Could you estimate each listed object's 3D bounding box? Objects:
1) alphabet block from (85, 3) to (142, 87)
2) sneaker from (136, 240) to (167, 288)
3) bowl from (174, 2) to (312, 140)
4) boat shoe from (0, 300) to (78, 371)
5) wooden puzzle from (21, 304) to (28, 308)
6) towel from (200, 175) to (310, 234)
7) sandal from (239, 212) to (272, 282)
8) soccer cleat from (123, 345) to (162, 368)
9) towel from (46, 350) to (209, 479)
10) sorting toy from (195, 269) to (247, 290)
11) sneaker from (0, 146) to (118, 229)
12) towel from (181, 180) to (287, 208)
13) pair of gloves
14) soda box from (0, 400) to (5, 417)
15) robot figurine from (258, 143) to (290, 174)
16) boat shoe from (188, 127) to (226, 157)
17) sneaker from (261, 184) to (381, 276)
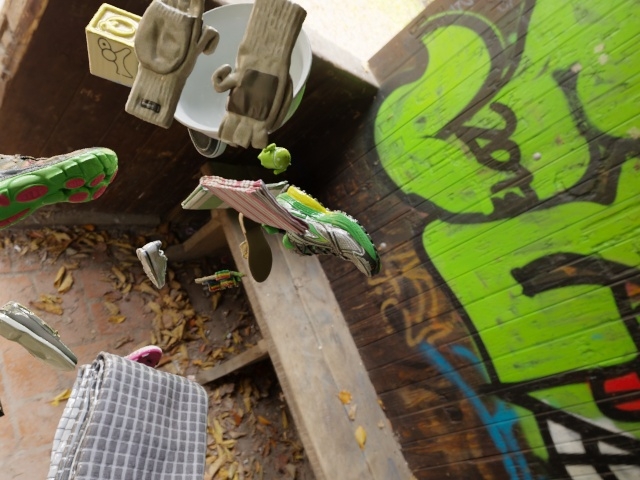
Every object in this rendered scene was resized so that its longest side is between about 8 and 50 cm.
[{"bbox_3d":[-0.783,-0.759,1.591,0.192,0.197,0.193,14,56,-17],"label":"alphabet block"},{"bbox_3d":[-0.688,0.108,1.705,0.090,0.235,0.095,29,49,25],"label":"sneaker"},{"bbox_3d":[-0.155,-0.310,0.811,0.134,0.297,0.298,70,0,-71],"label":"bowl"},{"bbox_3d":[-0.924,0.320,1.336,0.305,0.109,0.091,50,25,-24],"label":"boat shoe"},{"bbox_3d":[-1.095,0.276,1.463,0.078,0.014,0.116,28,21,-27],"label":"wooden puzzle"},{"bbox_3d":[-0.123,-0.070,0.752,0.144,0.197,0.029,40,73,-41],"label":"towel"},{"bbox_3d":[-0.216,0.010,1.264,0.088,0.079,0.240,-24,116,-34],"label":"sandal"},{"bbox_3d":[-0.766,0.495,1.575,0.116,0.331,0.143,48,2,-44],"label":"soccer cleat"},{"bbox_3d":[-0.303,0.352,0.666,0.235,0.121,0.284,42,27,-42],"label":"towel"},{"bbox_3d":[-0.347,0.148,1.422,0.274,0.132,0.046,56,22,-81],"label":"sorting toy"},{"bbox_3d":[-0.814,-0.190,1.156,0.202,0.185,0.483,41,40,13],"label":"sneaker"},{"bbox_3d":[-0.309,-0.161,1.455,0.324,0.248,0.038,-8,82,-35],"label":"towel"},{"bbox_3d":[-0.147,-0.245,0.567,0.240,0.204,0.042,16,11,9],"label":"pair of gloves"},{"bbox_3d":[-1.114,0.520,1.347,0.060,0.053,0.169,-24,56,-32],"label":"soda box"},{"bbox_3d":[-0.145,-0.265,1.301,0.067,0.115,0.101,-54,138,-32],"label":"robot figurine"},{"bbox_3d":[-0.323,-0.368,1.034,0.119,0.121,0.335,-57,150,-55],"label":"boat shoe"},{"bbox_3d":[0.000,0.000,1.003,0.343,0.146,0.134,30,-20,27],"label":"sneaker"}]
